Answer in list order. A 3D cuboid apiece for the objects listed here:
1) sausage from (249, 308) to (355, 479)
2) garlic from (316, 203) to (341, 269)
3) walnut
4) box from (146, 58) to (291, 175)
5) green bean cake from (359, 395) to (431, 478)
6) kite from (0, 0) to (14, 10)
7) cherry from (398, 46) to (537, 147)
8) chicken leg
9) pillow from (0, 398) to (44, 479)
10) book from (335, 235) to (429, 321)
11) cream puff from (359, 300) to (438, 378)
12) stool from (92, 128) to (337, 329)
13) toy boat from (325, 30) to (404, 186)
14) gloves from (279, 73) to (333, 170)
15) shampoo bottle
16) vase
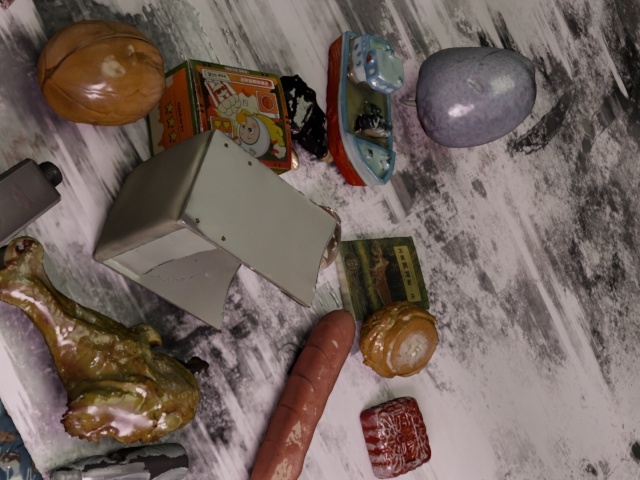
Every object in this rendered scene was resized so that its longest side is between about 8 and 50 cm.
[{"bbox_3d":[-0.028,0.278,1.607,0.088,0.088,0.433,45,49,-24],"label":"sausage"},{"bbox_3d":[-0.001,0.002,1.743,0.084,0.066,0.152,-5,75,-17],"label":"garlic"},{"bbox_3d":[-0.331,-0.256,1.435,0.207,0.167,0.167,-11,84,-47],"label":"walnut"},{"bbox_3d":[-0.171,-0.190,1.575,0.195,0.148,0.177,1,77,-43],"label":"box"},{"bbox_3d":[0.145,0.370,1.762,0.136,0.056,0.135,-10,85,-45],"label":"green bean cake"},{"bbox_3d":[-0.495,-0.426,1.439,0.139,0.011,0.156,1,77,-46],"label":"kite"},{"bbox_3d":[0.318,-0.309,2.010,0.255,0.296,0.218,5,72,-73],"label":"cherry"},{"bbox_3d":[-0.328,0.172,1.317,0.361,0.140,0.211,37,33,-26],"label":"chicken leg"},{"bbox_3d":[-0.464,0.303,1.217,0.189,0.034,0.255,-32,98,-47],"label":"pillow"},{"bbox_3d":[0.123,0.074,1.860,0.228,0.024,0.160,-3,77,-44],"label":"book"},{"bbox_3d":[0.142,0.185,1.770,0.165,0.115,0.150,32,87,-42],"label":"cream puff"},{"bbox_3d":[-0.165,-0.006,1.453,0.270,0.244,0.170,36,55,-30],"label":"stool"},{"bbox_3d":[0.101,-0.261,1.870,0.145,0.133,0.331,15,67,-41],"label":"toy boat"},{"bbox_3d":[-0.029,-0.210,1.748,0.181,0.106,0.129,38,52,-25],"label":"gloves"},{"bbox_3d":[-0.455,-0.034,1.297,0.080,0.079,0.246,56,46,-16],"label":"shampoo bottle"},{"bbox_3d":[-0.291,0.331,1.351,0.211,0.060,0.059,4,74,-44],"label":"vase"}]
